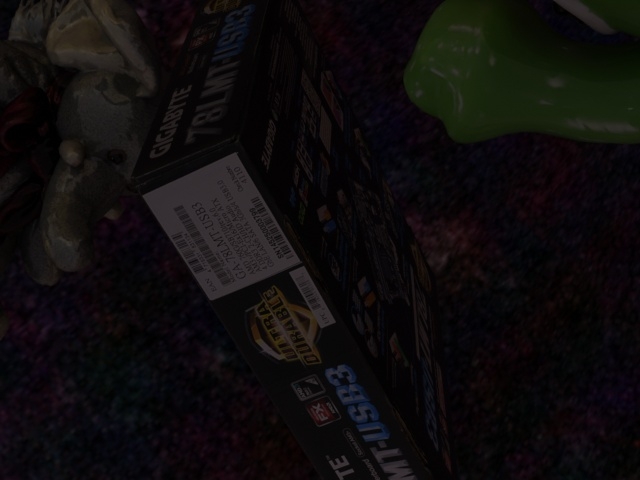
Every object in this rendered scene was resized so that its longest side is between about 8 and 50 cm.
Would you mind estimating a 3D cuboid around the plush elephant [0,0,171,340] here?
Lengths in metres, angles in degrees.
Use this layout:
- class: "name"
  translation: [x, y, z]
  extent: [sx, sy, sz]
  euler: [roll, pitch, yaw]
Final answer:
- class: "plush elephant"
  translation: [-0.218, -0.068, 0.988]
  extent: [0.255, 0.330, 0.272]
  euler: [11, 150, 33]

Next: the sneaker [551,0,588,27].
- class: "sneaker"
  translation: [0.353, -0.373, 1.776]
  extent: [0.170, 0.075, 0.063]
  euler: [37, 135, -22]

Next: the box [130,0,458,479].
- class: "box"
  translation: [0.000, 0.000, 0.796]
  extent: [0.073, 0.295, 0.293]
  euler: [-21, 118, 14]

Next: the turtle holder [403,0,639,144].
- class: "turtle holder"
  translation: [0.147, -0.194, 0.515]
  extent: [0.227, 0.243, 0.320]
  euler: [21, 158, 4]
